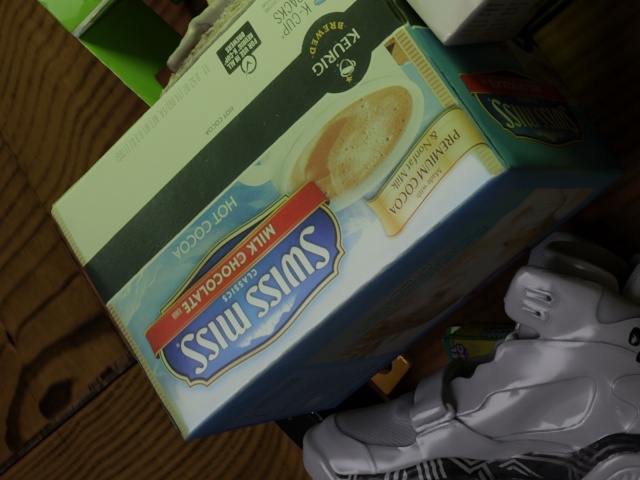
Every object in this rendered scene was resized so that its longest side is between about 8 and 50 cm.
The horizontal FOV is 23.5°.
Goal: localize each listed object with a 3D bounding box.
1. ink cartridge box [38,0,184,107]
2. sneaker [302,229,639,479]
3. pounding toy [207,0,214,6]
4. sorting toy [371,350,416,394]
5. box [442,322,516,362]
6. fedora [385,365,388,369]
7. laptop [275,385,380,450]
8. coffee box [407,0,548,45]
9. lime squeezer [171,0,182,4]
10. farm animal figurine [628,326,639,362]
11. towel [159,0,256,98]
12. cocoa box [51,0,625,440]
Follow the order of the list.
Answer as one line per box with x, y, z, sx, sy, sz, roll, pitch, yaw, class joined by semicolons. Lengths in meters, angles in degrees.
-0.184;-0.255;1.521;0.255;0.189;0.097;43;115;-9;ink cartridge box
0.151;0.108;1.302;0.366;0.137;0.210;-5;104;19;sneaker
-0.069;-0.282;1.446;0.206;0.094;0.181;34;142;63;pounding toy
-0.055;0.019;1.438;0.348;0.047;0.196;38;142;21;sorting toy
0.183;0.131;1.436;0.179;0.043;0.105;-2;110;55;box
0.000;0.000;1.510;0.275;0.124;0.244;47;145;10;fedora
0.013;0.223;1.628;0.234;0.136;0.264;44;142;22;laptop
0.153;-0.293;1.027;0.297;0.119;0.168;-45;74;31;coffee box
-0.256;-0.369;1.673;0.310;0.059;0.110;35;167;32;lime squeezer
0.349;0.080;1.011;0.172;0.330;0.327;16;126;-7;farm animal figurine
-0.015;-0.173;1.380;0.282;0.187;0.049;-34;49;54;towel
0.012;-0.037;1.203;0.347;0.231;0.228;-41;71;26;cocoa box
